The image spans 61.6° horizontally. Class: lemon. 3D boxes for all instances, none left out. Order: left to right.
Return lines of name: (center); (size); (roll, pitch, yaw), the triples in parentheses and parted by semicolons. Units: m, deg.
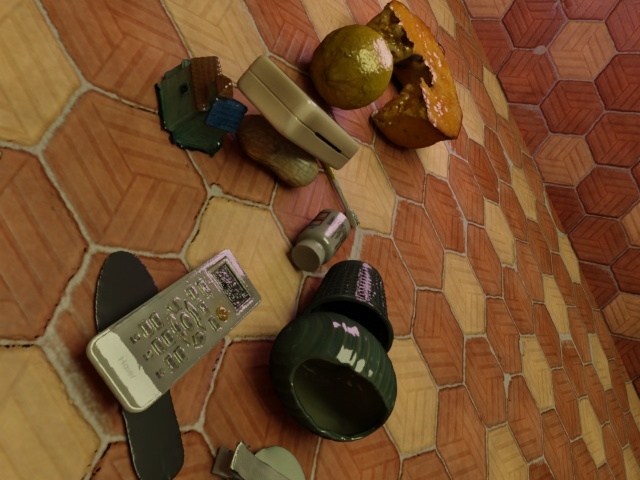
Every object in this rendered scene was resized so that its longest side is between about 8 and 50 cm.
lemon: (0.076, -0.411, 1.280); (0.192, 0.192, 0.231); (58, 37, -14)

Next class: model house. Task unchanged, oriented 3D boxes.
model house: (-0.182, -0.240, 0.904); (0.119, 0.148, 0.148); (6, 70, -51)

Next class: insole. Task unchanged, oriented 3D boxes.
insole: (-0.246, 0.168, 0.736); (0.109, 0.007, 0.322); (-2, 75, -54)

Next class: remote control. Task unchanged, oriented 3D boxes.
remote control: (-0.200, 0.118, 0.780); (0.109, 0.055, 0.313); (57, 31, -5)

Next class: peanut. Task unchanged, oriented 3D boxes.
peanut: (-0.082, -0.174, 1.049); (0.206, 0.087, 0.087); (34, 49, -39)

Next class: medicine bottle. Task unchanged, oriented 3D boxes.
medicine bottle: (0.000, 0.000, 1.072); (0.079, 0.079, 0.140); (57, 38, -15)

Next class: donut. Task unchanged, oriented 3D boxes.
donut: (0.267, -0.455, 1.577); (0.377, 0.163, 0.435); (6, 66, -52)

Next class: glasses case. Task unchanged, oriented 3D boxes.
glasses case: (-0.029, -0.232, 1.033); (0.144, 0.076, 0.336); (48, 11, 14)

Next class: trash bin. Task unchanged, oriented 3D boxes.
trash bin: (0.058, 0.127, 1.026); (0.175, 0.175, 0.161); (52, 29, -21)

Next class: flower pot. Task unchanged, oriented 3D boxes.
flower pot: (0.021, 0.224, 0.896); (0.243, 0.189, 0.157); (52, 5, -22)

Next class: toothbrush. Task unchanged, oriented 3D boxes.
toothbrush: (0.022, -0.162, 1.232); (0.288, 0.021, 0.024); (64, 26, -6)

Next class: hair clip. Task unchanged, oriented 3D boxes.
hair clip: (-0.075, 0.379, 0.817); (0.220, 0.054, 0.140); (48, 37, -30)
